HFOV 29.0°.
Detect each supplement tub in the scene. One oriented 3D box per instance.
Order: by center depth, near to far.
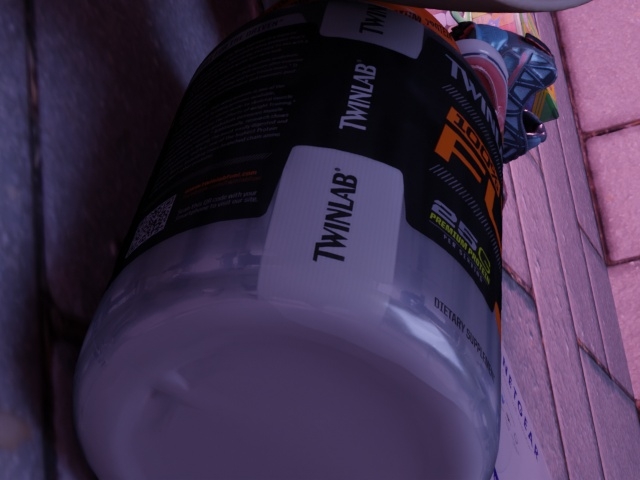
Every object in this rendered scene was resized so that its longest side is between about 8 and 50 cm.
[{"bbox_3d":[0.000,0.000,0.700,0.338,0.207,0.207,-79,149,-52],"label":"supplement tub"}]

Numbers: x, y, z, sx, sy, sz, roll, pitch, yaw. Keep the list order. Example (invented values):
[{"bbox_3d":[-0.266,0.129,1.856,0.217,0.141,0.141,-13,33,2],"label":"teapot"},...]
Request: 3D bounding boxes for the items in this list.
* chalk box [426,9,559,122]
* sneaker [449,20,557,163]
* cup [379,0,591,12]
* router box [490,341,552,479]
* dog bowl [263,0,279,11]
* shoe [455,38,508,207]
[{"bbox_3d":[0.215,-0.252,1.617,0.213,0.132,0.132,53,28,-48],"label":"chalk box"},{"bbox_3d":[0.164,-0.093,1.242,0.262,0.125,0.104,106,-13,-45],"label":"sneaker"},{"bbox_3d":[0.022,-0.280,0.714,0.331,0.237,0.331,2,87,-44],"label":"cup"},{"bbox_3d":[0.169,0.309,1.145,0.301,0.082,0.335,-71,142,-59],"label":"router box"},{"bbox_3d":[0.032,-0.218,1.028,0.349,0.102,0.349,-4,90,-79],"label":"dog bowl"},{"bbox_3d":[0.134,-0.088,1.062,0.178,0.063,0.081,76,10,-57],"label":"shoe"}]
